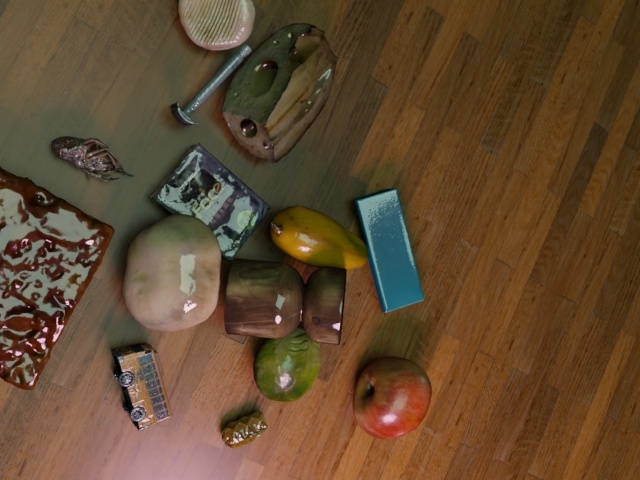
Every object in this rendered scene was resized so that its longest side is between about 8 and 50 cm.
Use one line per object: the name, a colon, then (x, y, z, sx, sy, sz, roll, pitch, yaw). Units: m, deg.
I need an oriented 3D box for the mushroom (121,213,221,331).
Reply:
mushroom: (-0.308, 0.078, 1.748, 0.260, 0.254, 0.234, -43, 153, 22)

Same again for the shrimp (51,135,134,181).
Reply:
shrimp: (-0.499, -0.178, 1.736, 0.190, 0.075, 0.073, 27, 49, -31)

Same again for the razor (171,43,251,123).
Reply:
razor: (-0.245, -0.362, 1.799, 0.068, 0.106, 0.232, 43, 82, -19)

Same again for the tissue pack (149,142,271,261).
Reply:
tissue pack: (-0.254, -0.088, 1.834, 0.235, 0.073, 0.173, 43, 76, -18)

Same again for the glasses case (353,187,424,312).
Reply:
glasses case: (0.170, 0.024, 2.017, 0.117, 0.070, 0.301, -16, 100, -15)

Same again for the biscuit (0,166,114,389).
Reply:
biscuit: (-0.661, 0.069, 1.625, 0.343, 0.166, 0.395, 30, 79, -19)

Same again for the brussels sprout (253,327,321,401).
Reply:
brussels sprout: (-0.081, 0.295, 1.880, 0.161, 0.144, 0.180, 7, 81, -13)

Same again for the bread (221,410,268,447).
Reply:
bread: (-0.184, 0.459, 1.890, 0.110, 0.060, 0.066, -21, 128, -21)

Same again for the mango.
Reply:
mango: (0.000, 0.000, 1.890, 0.317, 0.176, 0.119, 21, 105, -37)

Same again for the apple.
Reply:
apple: (0.179, 0.391, 1.964, 0.164, 0.209, 0.209, 25, 83, -25)

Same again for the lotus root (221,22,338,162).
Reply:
lotus root: (-0.099, -0.356, 1.863, 0.314, 0.142, 0.210, -55, 147, -16)

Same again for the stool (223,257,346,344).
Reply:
stool: (-0.078, 0.139, 1.808, 0.264, 0.179, 0.179, 6, 90, 3)

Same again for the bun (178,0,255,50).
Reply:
bun: (-0.237, -0.529, 1.809, 0.183, 0.102, 0.183, 1, 104, 2)

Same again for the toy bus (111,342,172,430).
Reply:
toy bus: (-0.404, 0.323, 1.779, 0.103, 0.091, 0.182, -18, 100, -22)
